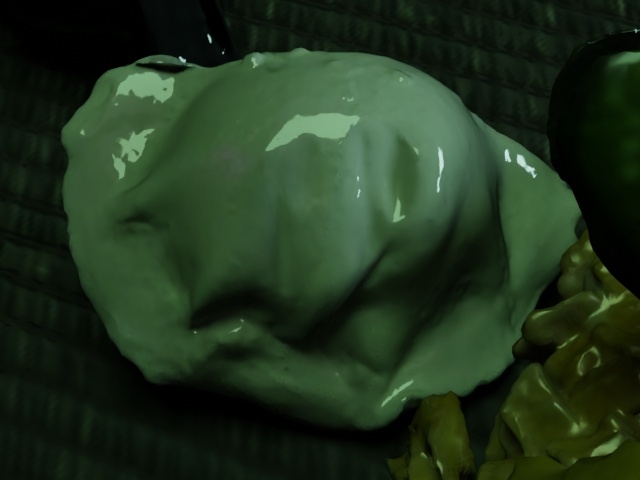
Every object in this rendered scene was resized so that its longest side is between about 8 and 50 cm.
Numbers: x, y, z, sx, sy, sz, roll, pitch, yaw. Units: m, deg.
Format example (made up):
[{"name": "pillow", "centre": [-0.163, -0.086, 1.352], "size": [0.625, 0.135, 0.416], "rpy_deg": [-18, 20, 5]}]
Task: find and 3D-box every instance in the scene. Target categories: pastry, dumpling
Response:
[{"name": "pastry", "centre": [0.116, 0.047, 0.523], "size": [0.154, 0.102, 0.250], "rpy_deg": [29, 51, 21]}, {"name": "dumpling", "centre": [0.000, 0.000, 0.591], "size": [0.188, 0.108, 0.127], "rpy_deg": [10, 67, -9]}]

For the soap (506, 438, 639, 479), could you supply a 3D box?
[{"name": "soap", "centre": [0.031, 0.098, 0.280], "size": [0.338, 0.304, 0.169], "rpy_deg": [8, 47, 17]}]

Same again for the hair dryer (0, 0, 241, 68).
[{"name": "hair dryer", "centre": [-0.198, -0.126, 0.714], "size": [0.302, 0.116, 0.244], "rpy_deg": [-23, 47, -20]}]

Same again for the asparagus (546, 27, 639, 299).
[{"name": "asparagus", "centre": [0.244, 0.019, 0.460], "size": [0.382, 0.108, 0.128], "rpy_deg": [10, 44, -24]}]
